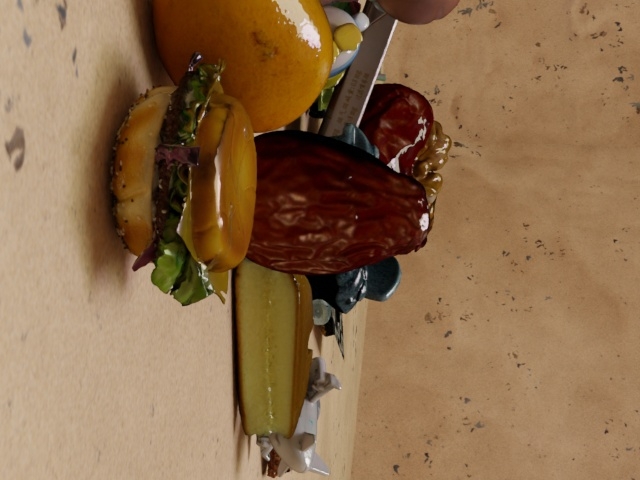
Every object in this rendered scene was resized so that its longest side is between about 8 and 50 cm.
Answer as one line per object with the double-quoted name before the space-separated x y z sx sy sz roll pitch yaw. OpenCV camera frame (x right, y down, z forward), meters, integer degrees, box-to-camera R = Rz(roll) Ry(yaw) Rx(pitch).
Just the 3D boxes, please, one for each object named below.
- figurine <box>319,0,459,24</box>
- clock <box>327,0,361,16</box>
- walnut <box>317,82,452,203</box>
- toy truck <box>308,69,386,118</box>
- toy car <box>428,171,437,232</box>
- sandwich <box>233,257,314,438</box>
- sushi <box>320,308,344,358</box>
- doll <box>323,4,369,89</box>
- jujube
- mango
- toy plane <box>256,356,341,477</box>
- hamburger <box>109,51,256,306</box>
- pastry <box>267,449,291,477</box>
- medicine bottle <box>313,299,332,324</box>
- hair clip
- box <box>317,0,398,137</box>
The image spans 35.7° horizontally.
"figurine" 0.051 -0.482 1.313 0.248 0.277 0.388 -171 -94 -73
"clock" 0.013 -0.426 1.577 0.194 0.100 0.195 -76 166 -52
"walnut" 0.119 -0.164 1.830 0.269 0.244 0.222 -57 165 -9
"toy truck" 0.053 -0.317 1.816 0.259 0.135 0.128 -81 172 -65
"toy car" 0.135 -0.147 2.131 0.271 0.240 0.340 84 14 -63
"sandwich" -0.057 0.122 1.237 0.088 0.090 0.244 -61 153 -70
"sushi" 0.017 0.144 2.125 0.210 0.040 0.192 70 16 -67
"doll" 0.001 -0.272 1.424 0.241 0.099 0.135 147 -32 -85
"jujube" 0.005 -0.038 1.083 0.168 0.236 0.168 7 90 -77
"mango" -0.066 -0.171 0.812 0.217 0.141 0.102 79 22 -53
"toy plane" -0.032 0.232 1.314 0.174 0.080 0.174 -39 -141 42
"hamburger" -0.104 -0.042 0.748 0.164 0.093 0.189 80 14 -53
"pastry" -0.051 0.279 1.477 0.087 0.063 0.169 -78 168 -66
"medicine bottle" 0.004 0.060 1.899 0.090 0.054 0.208 84 9 -45
"hair clip" -0.001 -0.014 1.383 0.310 0.194 0.206 -75 154 -54
"box" 0.049 -0.239 1.587 0.204 0.051 0.365 -100 -150 -81
